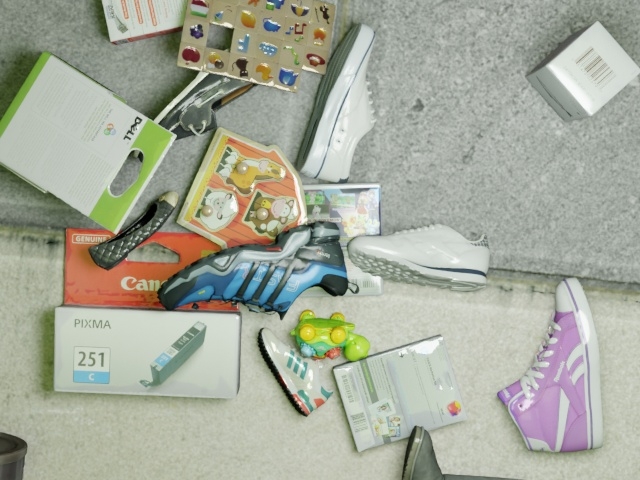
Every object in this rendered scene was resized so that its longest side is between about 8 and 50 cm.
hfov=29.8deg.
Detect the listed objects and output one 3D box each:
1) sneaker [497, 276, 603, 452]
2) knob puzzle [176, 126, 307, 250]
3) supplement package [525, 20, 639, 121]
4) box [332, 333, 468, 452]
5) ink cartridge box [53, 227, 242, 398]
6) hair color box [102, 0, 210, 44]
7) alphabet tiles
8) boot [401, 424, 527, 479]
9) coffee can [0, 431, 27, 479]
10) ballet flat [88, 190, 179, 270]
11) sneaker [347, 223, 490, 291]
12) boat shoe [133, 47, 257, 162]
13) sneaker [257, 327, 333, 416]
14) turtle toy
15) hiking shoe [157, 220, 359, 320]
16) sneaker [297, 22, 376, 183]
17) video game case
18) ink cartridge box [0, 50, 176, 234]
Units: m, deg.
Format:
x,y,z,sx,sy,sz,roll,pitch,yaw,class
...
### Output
x,y,z,sx,sy,sz,roll,pitch,yaw,class
0.361,0.203,1.923,0.161,0.102,0.282,-4,92,3,sneaker
-0.111,-0.065,1.925,0.213,0.030,0.213,0,92,2,knob puzzle
0.403,-0.257,1.862,0.105,0.179,0.105,-42,92,1,supplement package
0.129,0.247,1.955,0.186,0.038,0.145,-17,93,2,box
-0.275,0.116,1.937,0.296,0.066,0.261,2,93,0,ink cartridge box
-0.260,-0.376,1.922,0.167,0.053,0.093,-12,92,-1,hair color box
-0.096,-0.344,1.906,0.237,0.009,0.198,11,80,-15,alphabet tiles
0.235,0.386,1.926,0.209,0.076,0.189,9,124,6,boot
-0.573,0.449,1.883,0.202,0.201,0.275,6,93,0,coffee can
-0.294,-0.021,1.922,0.173,0.057,0.049,-43,110,-12,ballet flat
0.157,0.017,1.921,0.235,0.090,0.094,11,74,-14,sneaker
-0.202,-0.201,1.914,0.233,0.084,0.079,-43,91,-1,boat shoe
-0.039,0.201,1.951,0.075,0.057,0.161,-31,91,-15,sneaker
0.016,0.158,1.928,0.130,0.095,0.066,6,106,-1,turtle toy
-0.101,0.068,1.869,0.304,0.113,0.132,-18,87,-1,hiking shoe
0.045,-0.215,1.921,0.091,0.094,0.258,18,97,-19,sneaker
0.000,0.000,1.953,0.201,0.023,0.183,-1,92,1,video game case
-0.366,-0.148,1.889,0.255,0.097,0.188,32,92,8,ink cartridge box
